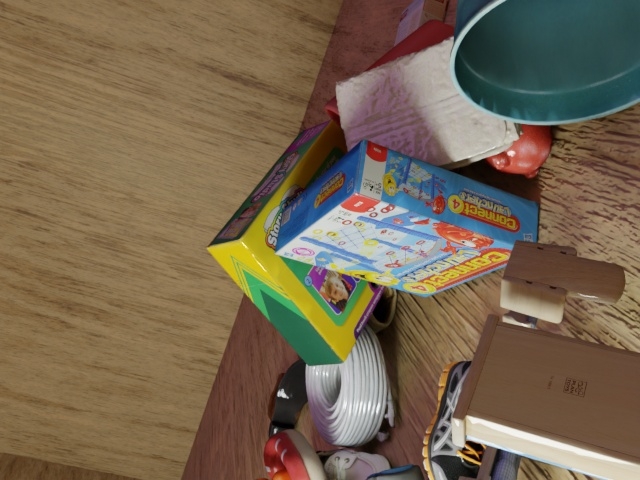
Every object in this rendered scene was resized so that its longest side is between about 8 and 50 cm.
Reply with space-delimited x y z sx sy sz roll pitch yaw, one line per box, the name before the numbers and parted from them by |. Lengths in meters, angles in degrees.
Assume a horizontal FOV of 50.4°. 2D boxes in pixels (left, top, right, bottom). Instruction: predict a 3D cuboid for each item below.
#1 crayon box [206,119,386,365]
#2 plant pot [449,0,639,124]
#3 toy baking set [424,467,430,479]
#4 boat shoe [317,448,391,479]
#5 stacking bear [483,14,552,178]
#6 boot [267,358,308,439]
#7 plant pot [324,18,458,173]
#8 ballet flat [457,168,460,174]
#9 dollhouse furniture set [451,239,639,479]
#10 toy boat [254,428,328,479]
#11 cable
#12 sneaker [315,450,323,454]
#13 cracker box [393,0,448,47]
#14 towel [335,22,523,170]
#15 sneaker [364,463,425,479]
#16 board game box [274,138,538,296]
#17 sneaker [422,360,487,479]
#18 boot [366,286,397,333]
crayon box | 0.000 0.000 1.307 0.106 0.313 0.363 -15 32 44
plant pot | 0.296 -0.324 0.841 0.271 0.272 0.255 133 145 -60
toy baking set | 0.204 0.333 0.989 0.197 0.030 0.256 162 123 -73
boat shoe | 0.052 0.451 1.304 0.277 0.096 0.098 144 140 -68
stacking bear | 0.300 -0.242 1.035 0.164 0.175 0.289 1 84 44
boot | -0.089 0.436 1.954 0.280 0.096 0.264 -132 52 -82
plant pot | 0.185 -0.239 1.223 0.243 0.275 0.275 -47 17 3
ballet flat | 0.260 -0.222 1.346 0.084 0.058 0.249 -176 102 -76
dollhouse furniture set | 0.280 0.216 0.768 0.286 0.198 0.303 -58 -31 -38
toy boat | -0.073 0.466 1.306 0.231 0.151 0.151 -171 63 -75
cable | 0.047 0.290 1.381 0.257 0.089 0.257 136 133 -56
sneaker | -0.008 0.513 1.540 0.170 0.063 0.074 157 128 -66
cracker box | 0.240 -0.494 1.720 0.156 0.067 0.232 168 117 -73
towel | 0.154 -0.193 1.022 0.282 0.049 0.187 -13 82 33
sneaker | 0.084 0.483 1.094 0.341 0.125 0.139 111 148 -51
board game box | 0.124 -0.017 1.081 0.308 0.302 0.086 145 138 -61
sneaker | 0.200 0.255 0.931 0.083 0.084 0.215 -34 35 48
boot | 0.091 0.118 1.526 0.203 0.095 0.262 122 156 -49
